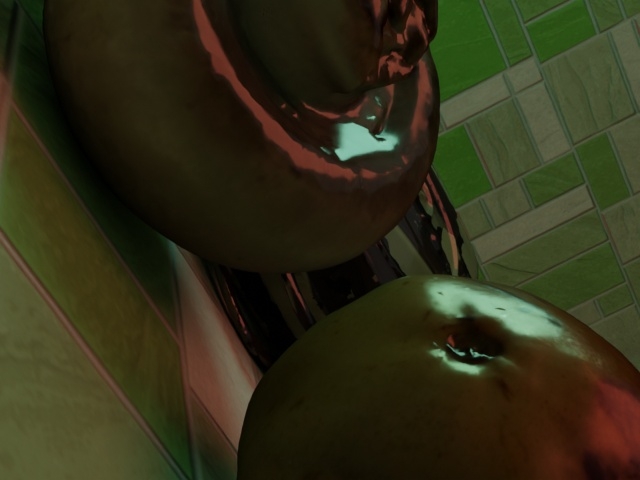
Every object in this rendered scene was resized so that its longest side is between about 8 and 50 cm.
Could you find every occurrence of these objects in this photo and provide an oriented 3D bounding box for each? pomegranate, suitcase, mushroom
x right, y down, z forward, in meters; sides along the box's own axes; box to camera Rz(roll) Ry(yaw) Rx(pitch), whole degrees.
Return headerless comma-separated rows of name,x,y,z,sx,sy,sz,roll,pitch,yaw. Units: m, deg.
pomegranate,0.084,0.185,0.753,0.319,0.319,0.319,62,5,-9
suitcase,0.000,0.000,1.234,0.352,0.194,0.339,61,33,-19
mushroom,-0.029,-0.158,0.921,0.362,0.294,0.362,27,53,-43
